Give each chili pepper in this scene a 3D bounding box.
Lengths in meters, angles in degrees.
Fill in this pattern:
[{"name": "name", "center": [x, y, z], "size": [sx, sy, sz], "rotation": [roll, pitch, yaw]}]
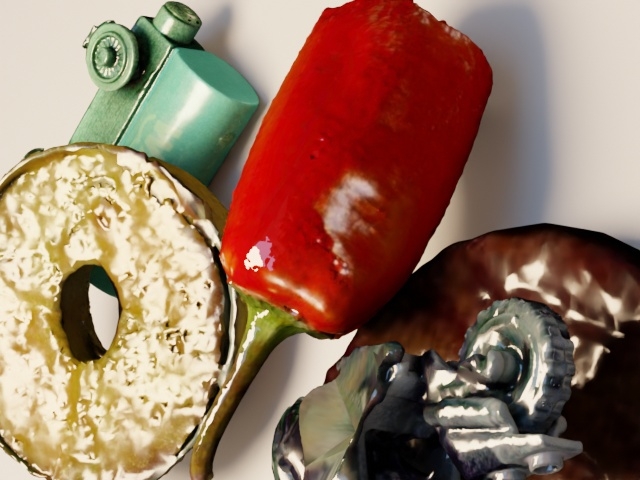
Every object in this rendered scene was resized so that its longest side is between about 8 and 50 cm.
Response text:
[{"name": "chili pepper", "center": [-0.001, -0.003, 1.196], "size": [0.131, 0.134, 0.338], "rotation": [2, 56, 46]}]

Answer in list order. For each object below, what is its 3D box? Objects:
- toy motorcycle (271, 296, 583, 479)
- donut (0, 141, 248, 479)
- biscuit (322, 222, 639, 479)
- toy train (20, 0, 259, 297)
[{"name": "toy motorcycle", "center": [0.057, 0.140, 1.092], "size": [0.270, 0.106, 0.159], "rotation": [-29, 56, 47]}, {"name": "donut", "center": [-0.159, 0.055, 1.425], "size": [0.272, 0.107, 0.272], "rotation": [1, 93, 24]}, {"name": "biscuit", "center": [0.132, 0.193, 1.142], "size": [0.407, 0.091, 0.407], "rotation": [-15, 70, 47]}, {"name": "toy train", "center": [-0.149, -0.070, 1.500], "size": [0.159, 0.101, 0.248], "rotation": [44, 115, 28]}]
